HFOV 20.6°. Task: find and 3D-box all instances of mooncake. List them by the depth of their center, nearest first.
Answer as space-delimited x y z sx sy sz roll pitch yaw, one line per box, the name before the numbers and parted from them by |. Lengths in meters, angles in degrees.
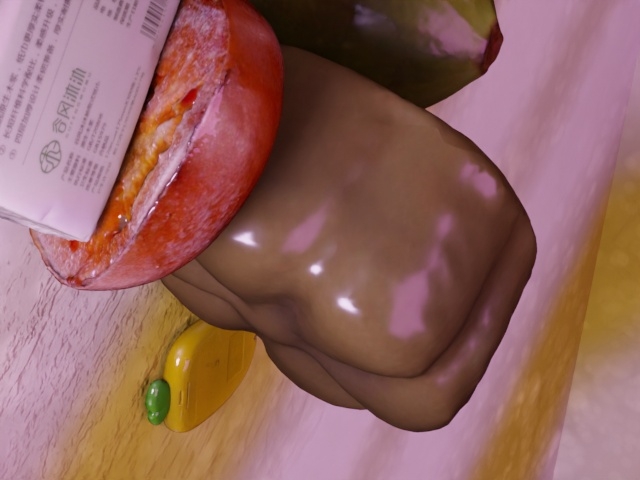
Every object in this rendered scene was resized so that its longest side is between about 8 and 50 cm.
mooncake | 0.000 0.000 1.943 0.262 0.467 0.467 -59 152 -15

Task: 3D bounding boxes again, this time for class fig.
fig | 0.064 -0.273 2.015 0.316 0.316 0.316 -43 143 -45

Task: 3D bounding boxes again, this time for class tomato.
tomato | -0.143 -0.103 1.682 0.144 0.338 0.338 24 84 -36

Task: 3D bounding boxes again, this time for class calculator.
calculator | -0.147 0.163 2.217 0.235 0.032 0.146 -38 139 -52

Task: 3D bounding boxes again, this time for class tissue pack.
tissue pack | -0.266 -0.205 1.534 0.266 0.194 0.356 28 80 -62
